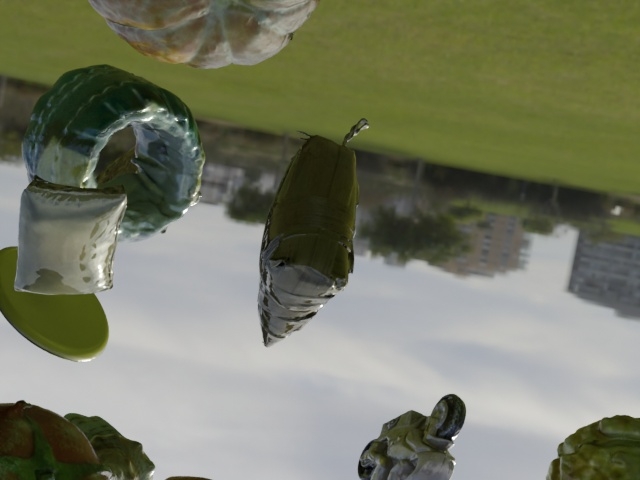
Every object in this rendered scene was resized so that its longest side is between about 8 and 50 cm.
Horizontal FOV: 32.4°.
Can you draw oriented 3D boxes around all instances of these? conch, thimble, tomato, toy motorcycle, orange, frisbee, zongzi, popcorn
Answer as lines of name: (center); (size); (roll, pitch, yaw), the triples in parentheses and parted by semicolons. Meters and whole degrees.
conch: (-0.390, 0.388, 1.853); (0.170, 0.203, 0.386); (-7, 174, -30)
thimble: (-0.316, -0.132, 1.729); (0.167, 0.254, 0.288); (31, 180, 38)
tomato: (-0.450, 0.382, 1.549); (0.239, 0.303, 0.303); (-37, 156, 28)
toy motorcycle: (0.163, 0.435, 2.099); (0.108, 0.223, 0.341); (25, 143, -20)
orange: (-0.139, -0.358, 1.347); (0.329, 0.329, 0.249); (9, -142, -21)
frisbee: (-0.435, 0.098, 1.778); (0.236, 0.017, 0.236); (39, -158, -19)
zongzi: (-0.018, -0.007, 1.052); (0.081, 0.189, 0.178); (15, 150, -10)
popcorn: (0.572, 0.489, 2.132); (0.335, 0.279, 0.274); (-28, 165, 15)

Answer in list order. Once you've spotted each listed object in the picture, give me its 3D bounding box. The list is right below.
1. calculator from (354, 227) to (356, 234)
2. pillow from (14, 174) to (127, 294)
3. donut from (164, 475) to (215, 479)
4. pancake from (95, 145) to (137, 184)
calculator: (0.000, 0.000, 2.109); (0.153, 0.021, 0.095); (-33, -132, -24)
pillow: (-0.291, 0.002, 1.271); (0.119, 0.053, 0.208); (-3, 145, -19)
donut: (-0.238, 0.562, 2.264); (0.227, 0.113, 0.226); (13, 157, 6)
pancake: (-0.391, -0.115, 2.291); (0.288, 0.286, 0.033); (-26, 127, 24)
